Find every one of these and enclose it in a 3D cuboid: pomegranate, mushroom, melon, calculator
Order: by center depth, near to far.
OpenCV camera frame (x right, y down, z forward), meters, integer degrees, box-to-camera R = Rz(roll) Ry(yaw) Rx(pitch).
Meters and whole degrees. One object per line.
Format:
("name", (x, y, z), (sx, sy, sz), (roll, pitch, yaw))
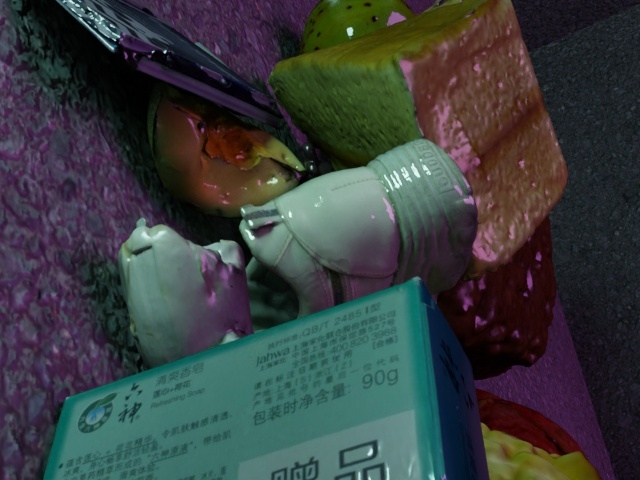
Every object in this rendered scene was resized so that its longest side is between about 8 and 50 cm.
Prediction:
("mushroom", (-0.070, 0.101, 0.689), (0.278, 0.099, 0.096), (65, 33, -24))
("calculator", (-0.139, -0.170, 0.780), (0.166, 0.028, 0.274), (41, 11, 20))
("melon", (-0.102, -0.081, 0.815), (0.160, 0.079, 0.128), (24, 21, -35))
("pomegranate", (0.081, -0.279, 1.273), (0.198, 0.246, 0.198), (43, 14, -13))

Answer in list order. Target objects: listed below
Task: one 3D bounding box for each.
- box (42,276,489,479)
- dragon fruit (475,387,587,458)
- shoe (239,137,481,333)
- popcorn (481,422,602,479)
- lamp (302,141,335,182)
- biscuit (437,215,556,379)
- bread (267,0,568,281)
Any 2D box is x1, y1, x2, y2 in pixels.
("box", (-0.034, 0.135, 0.502), (0.092, 0.245, 0.153), (55, 24, -37))
("dragon fruit", (0.180, 0.348, 1.012), (0.330, 0.302, 0.240), (-44, 145, -53))
("shoe", (0.003, 0.066, 0.817), (0.342, 0.211, 0.132), (96, -25, -45))
("popcorn", (0.124, 0.261, 0.778), (0.332, 0.225, 0.265), (29, -11, 3))
("lamp", (0.000, 0.000, 0.938), (0.253, 0.118, 0.118), (50, 26, -54))
("biscuit", (0.207, 0.010, 1.291), (0.395, 0.166, 0.342), (23, 61, -57))
("bread", (0.049, -0.096, 0.991), (0.245, 0.362, 0.233), (-40, 114, -41))
